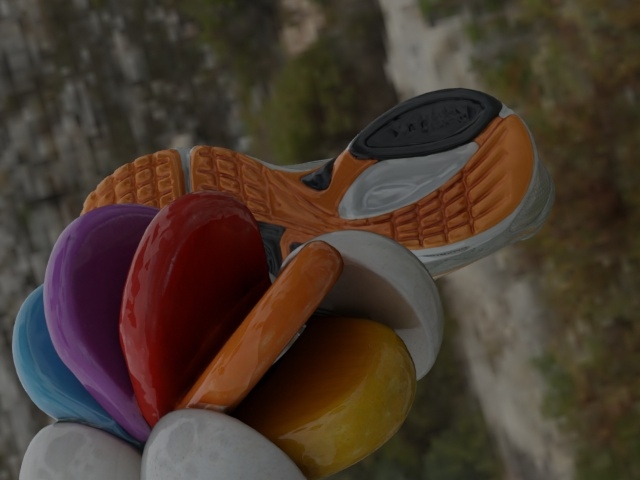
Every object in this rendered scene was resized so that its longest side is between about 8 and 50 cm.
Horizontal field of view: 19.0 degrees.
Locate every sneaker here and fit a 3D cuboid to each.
[{"bbox_3d":[0.000,0.000,0.997,0.121,0.262,0.099,29,-126,-63],"label":"sneaker"}]

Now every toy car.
[{"bbox_3d":[-0.053,0.044,0.776,0.182,0.159,0.136,-11,122,43],"label":"toy car"}]
